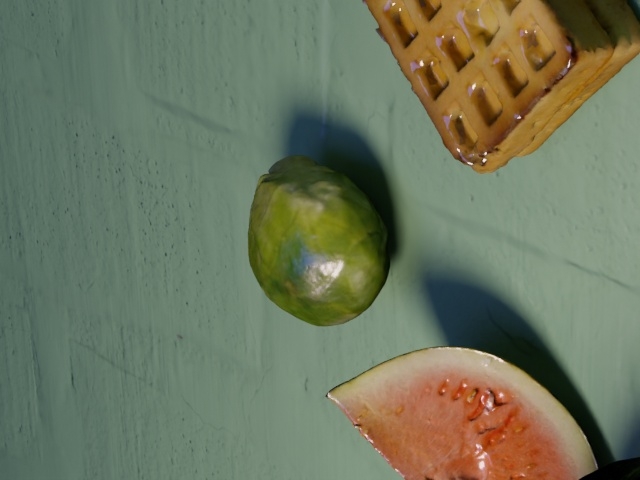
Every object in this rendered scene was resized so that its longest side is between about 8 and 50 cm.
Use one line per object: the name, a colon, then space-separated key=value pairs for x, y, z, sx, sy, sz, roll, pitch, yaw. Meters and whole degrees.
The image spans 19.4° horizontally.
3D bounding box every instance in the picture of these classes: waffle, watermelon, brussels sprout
waffle: x=0.135 y=-0.248 z=1.705 sx=0.328 sy=0.098 sz=0.224 roll=61 pitch=141 yaw=15
watermelon: x=0.162 y=0.207 z=1.846 sx=0.303 sy=0.159 sz=0.128 roll=43 pitch=173 yaw=4
brussels sprout: x=-0.005 y=0.002 z=1.959 sx=0.181 sy=0.144 sz=0.161 roll=-119 pitch=10 yaw=-51

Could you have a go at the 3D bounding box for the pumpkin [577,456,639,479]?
pumpkin: x=0.306 y=0.346 z=1.631 sx=0.323 sy=0.241 sz=0.323 roll=16 pitch=112 yaw=45
